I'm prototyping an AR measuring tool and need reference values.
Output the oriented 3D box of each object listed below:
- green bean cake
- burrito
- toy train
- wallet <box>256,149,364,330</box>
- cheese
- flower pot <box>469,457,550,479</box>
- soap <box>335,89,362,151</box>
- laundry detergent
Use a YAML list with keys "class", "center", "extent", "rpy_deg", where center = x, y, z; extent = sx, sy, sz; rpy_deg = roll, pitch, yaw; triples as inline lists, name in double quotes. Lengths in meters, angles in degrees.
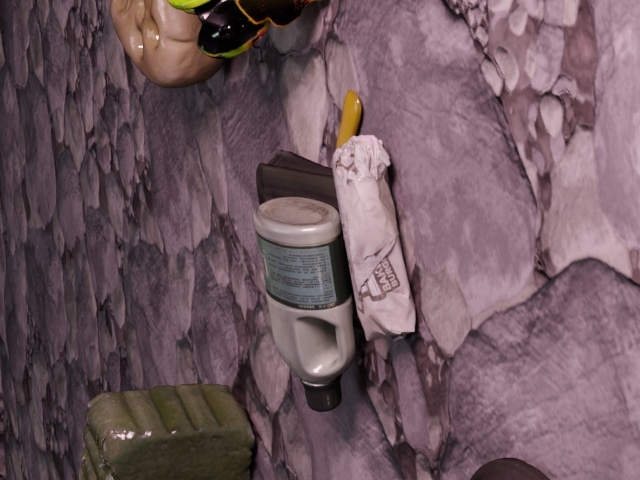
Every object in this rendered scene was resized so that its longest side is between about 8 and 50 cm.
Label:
- class: "green bean cake"
  center: [-0.204, 0.302, 2.000]
  extent: [0.125, 0.223, 0.227]
  rpy_deg: [-129, 41, -53]
- class: "burrito"
  center: [0.051, 0.001, 1.472]
  extent: [0.064, 0.064, 0.203]
  rpy_deg: [-179, 80, -69]
- class: "toy train"
  center: [-0.102, -0.311, 1.636]
  extent: [0.100, 0.161, 0.296]
  rpy_deg: [48, -170, -42]
- class: "wallet"
  center: [0.000, 0.000, 1.622]
  extent: [0.245, 0.052, 0.168]
  rpy_deg: [-158, 59, -63]
- class: "cheese"
  center: [-0.173, -0.301, 1.858]
  extent: [0.218, 0.117, 0.235]
  rpy_deg: [133, 125, -61]
- class: "flower pot"
  center: [0.114, 0.326, 1.282]
  extent: [0.269, 0.166, 0.269]
  rpy_deg: [170, 90, -69]
- class: "soap"
  center: [0.028, -0.111, 1.552]
  extent: [0.034, 0.012, 0.089]
  rpy_deg: [-119, 30, -42]
- class: "laundry detergent"
  center: [-0.010, 0.071, 1.561]
  extent: [0.099, 0.070, 0.225]
  rpy_deg: [10, 121, 34]
